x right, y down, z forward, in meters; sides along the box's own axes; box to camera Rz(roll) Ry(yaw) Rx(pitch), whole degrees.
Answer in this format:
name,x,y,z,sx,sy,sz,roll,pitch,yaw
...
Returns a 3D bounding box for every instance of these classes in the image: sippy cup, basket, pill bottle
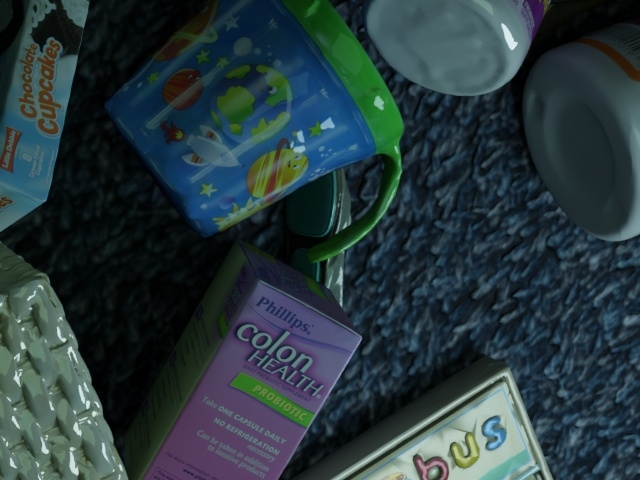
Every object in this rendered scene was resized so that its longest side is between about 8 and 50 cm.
name,x,y,z,sx,sy,sz,roll,pitch,yaw
sippy cup,-0.075,-0.129,1.635,0.224,0.305,0.240,-38,157,-4
basket,-0.370,0.197,1.520,0.328,0.266,0.331,-25,113,-21
pill bottle,0.170,-0.305,1.702,0.169,0.169,0.302,44,56,-27
pill bottle,0.441,-0.167,1.879,0.392,0.224,0.224,-22,110,-21

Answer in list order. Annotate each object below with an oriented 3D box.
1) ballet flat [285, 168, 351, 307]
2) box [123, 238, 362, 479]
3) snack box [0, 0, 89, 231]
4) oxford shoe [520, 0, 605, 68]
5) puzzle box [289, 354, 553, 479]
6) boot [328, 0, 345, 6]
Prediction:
name,x,y,z,sx,sy,sz,roll,pitch,yaw
ballet flat,0.000,0.000,1.788,0.068,0.072,0.213,-6,106,-54
box,-0.082,0.146,1.653,0.117,0.213,0.243,29,95,-11
snack box,-0.275,-0.147,1.457,0.060,0.187,0.322,25,56,-30
oxford shoe,0.217,-0.237,1.840,0.227,0.083,0.096,-19,123,-19
puzzle box,0.085,0.344,1.904,0.409,0.052,0.272,-31,112,-18
boot,-0.023,-0.335,1.682,0.076,0.189,0.208,-37,89,14
